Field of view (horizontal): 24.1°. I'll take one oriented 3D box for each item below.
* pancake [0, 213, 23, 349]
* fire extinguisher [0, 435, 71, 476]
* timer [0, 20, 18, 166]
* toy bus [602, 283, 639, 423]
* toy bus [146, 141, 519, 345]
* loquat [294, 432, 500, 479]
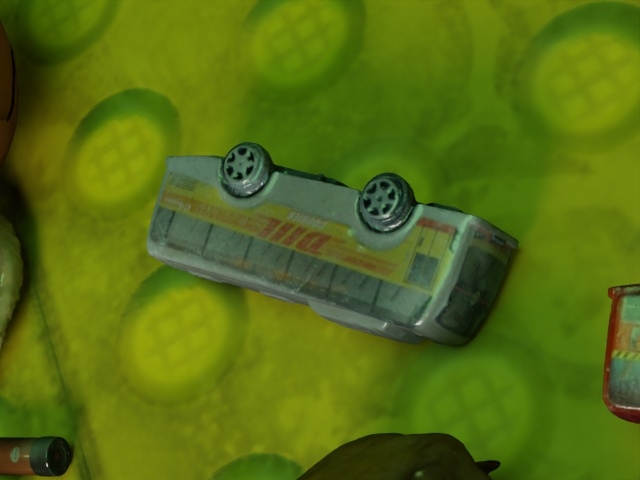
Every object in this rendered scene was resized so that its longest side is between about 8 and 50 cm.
[{"bbox_3d":[-0.235,0.045,0.892,0.152,0.025,0.151,-13,61,24],"label":"pancake"},{"bbox_3d":[-0.177,0.122,0.827,0.083,0.022,0.028,-5,97,28],"label":"fire extinguisher"},{"bbox_3d":[-0.297,-0.093,0.864,0.230,0.215,0.229,-28,37,23],"label":"timer"},{"bbox_3d":[0.214,0.052,0.615,0.192,0.065,0.077,4,82,31],"label":"toy bus"},{"bbox_3d":[0.000,0.000,0.757,0.190,0.064,0.075,16,82,33],"label":"toy bus"},{"bbox_3d":[0.032,0.148,0.650,0.137,0.113,0.137,-35,32,26],"label":"loquat"}]
